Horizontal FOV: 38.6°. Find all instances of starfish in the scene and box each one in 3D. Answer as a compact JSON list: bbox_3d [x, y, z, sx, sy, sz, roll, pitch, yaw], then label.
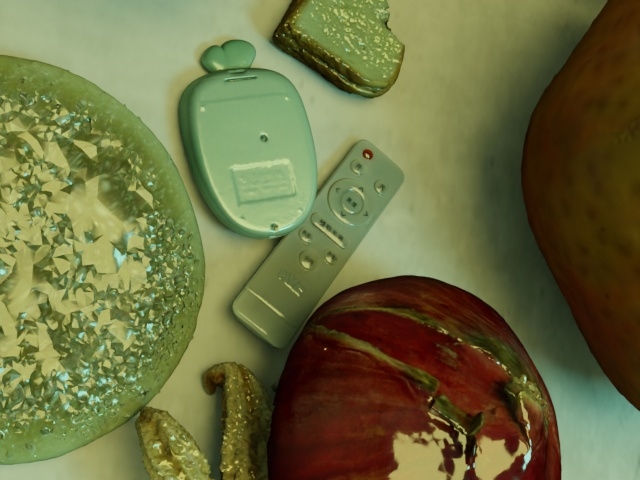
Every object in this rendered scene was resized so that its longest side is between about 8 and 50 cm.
[{"bbox_3d":[-0.036,0.198,0.587,0.216,0.071,0.238,30,59,-28],"label":"starfish"}]

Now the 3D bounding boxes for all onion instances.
[{"bbox_3d":[0.075,0.136,0.597,0.248,0.161,0.248,-4,95,-61],"label":"onion"}]

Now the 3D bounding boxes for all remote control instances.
[{"bbox_3d":[0.000,0.000,0.677,0.050,0.027,0.184,42,61,-8],"label":"remote control"}]

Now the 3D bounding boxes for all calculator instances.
[{"bbox_3d":[-0.051,-0.075,0.658,0.095,0.021,0.153,-10,81,-22],"label":"calculator"}]

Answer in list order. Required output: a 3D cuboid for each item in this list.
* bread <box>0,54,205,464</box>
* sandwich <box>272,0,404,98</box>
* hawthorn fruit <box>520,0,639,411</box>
[{"bbox_3d":[-0.195,0.007,0.567,0.267,0.040,0.266,5,79,-26],"label":"bread"},{"bbox_3d":[0.023,-0.164,0.711,0.105,0.036,0.093,36,66,-18],"label":"sandwich"},{"bbox_3d":[0.401,-0.043,0.654,0.472,0.472,0.471,5,78,-26],"label":"hawthorn fruit"}]
